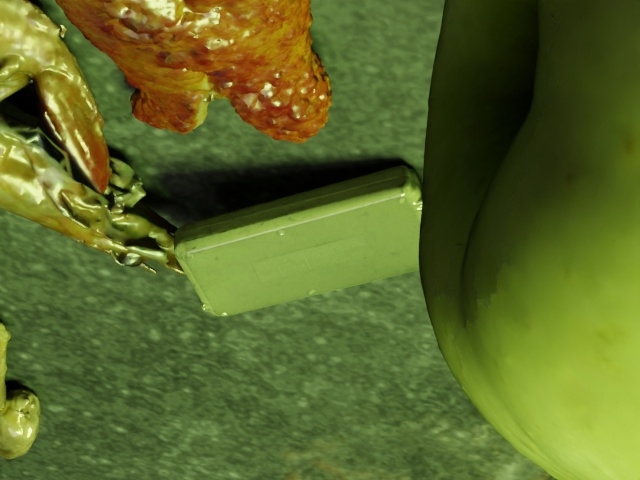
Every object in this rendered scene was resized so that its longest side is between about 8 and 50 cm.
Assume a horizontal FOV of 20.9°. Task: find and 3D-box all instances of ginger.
[{"bbox_3d":[-0.282,0.108,1.280,0.133,0.059,0.214,1,143,10],"label":"ginger"}]

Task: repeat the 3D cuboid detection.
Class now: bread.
[{"bbox_3d":[-0.074,-0.122,0.890,0.139,0.095,0.269,8,147,20],"label":"bread"}]

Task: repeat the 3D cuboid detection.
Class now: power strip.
[{"bbox_3d":[0.000,0.000,1.049,0.169,0.028,0.076,-14,136,10],"label":"power strip"}]

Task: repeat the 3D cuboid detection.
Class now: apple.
[{"bbox_3d":[0.208,-0.048,0.694,0.357,0.357,0.357,9,143,7],"label":"apple"}]

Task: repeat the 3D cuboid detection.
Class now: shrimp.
[{"bbox_3d":[-0.173,-0.073,1.019,0.287,0.063,0.152,32,128,-20],"label":"shrimp"}]
